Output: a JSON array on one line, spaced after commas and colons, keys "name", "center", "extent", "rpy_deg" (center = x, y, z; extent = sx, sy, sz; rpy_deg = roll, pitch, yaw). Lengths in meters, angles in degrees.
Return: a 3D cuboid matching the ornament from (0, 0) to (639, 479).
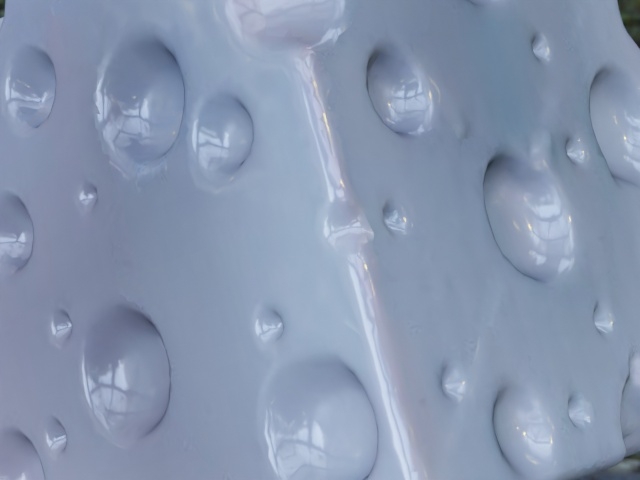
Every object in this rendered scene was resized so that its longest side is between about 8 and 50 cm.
[{"name": "ornament", "center": [0.000, 0.000, 0.552], "extent": [0.240, 0.240, 0.239], "rpy_deg": [-23, -12, 41]}]
